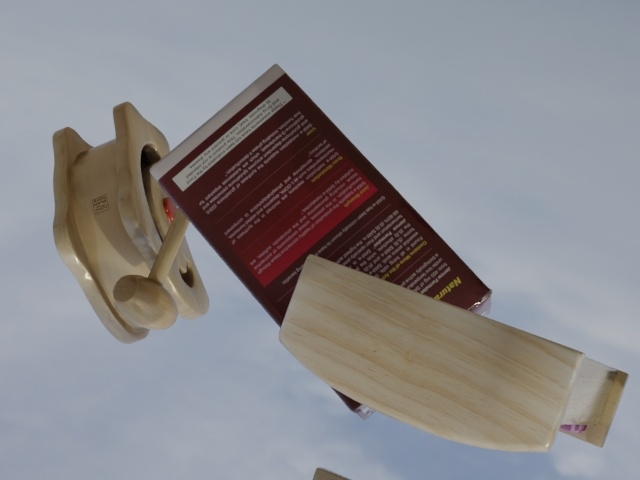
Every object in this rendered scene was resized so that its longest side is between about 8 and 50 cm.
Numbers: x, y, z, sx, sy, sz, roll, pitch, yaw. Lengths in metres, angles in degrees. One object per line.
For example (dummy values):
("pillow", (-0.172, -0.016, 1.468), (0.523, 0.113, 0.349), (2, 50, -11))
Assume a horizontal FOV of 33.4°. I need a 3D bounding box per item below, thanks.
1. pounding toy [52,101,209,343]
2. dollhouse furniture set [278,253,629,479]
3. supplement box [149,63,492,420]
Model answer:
("pounding toy", (-0.138, -0.011, 0.963), (0.155, 0.154, 0.269), (-21, -132, 9))
("dollhouse furniture set", (0.078, 0.198, 0.545), (0.286, 0.303, 0.198), (19, 179, 24))
("supplement box", (0.000, 0.000, 0.792), (0.239, 0.130, 0.073), (49, 177, 17))
